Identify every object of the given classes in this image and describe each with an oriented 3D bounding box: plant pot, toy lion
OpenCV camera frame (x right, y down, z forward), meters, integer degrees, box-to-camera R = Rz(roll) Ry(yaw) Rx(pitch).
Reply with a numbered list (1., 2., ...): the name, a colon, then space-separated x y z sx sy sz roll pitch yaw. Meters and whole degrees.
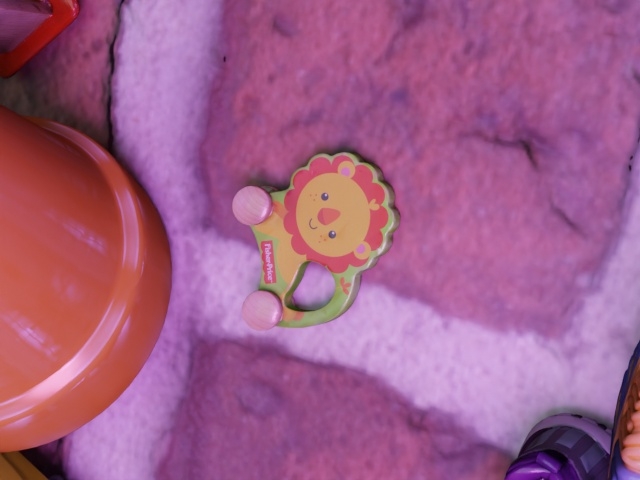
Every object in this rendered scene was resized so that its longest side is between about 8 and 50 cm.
1. plant pot: -0.210 -0.001 0.673 0.205 0.188 0.205 -4 67 11
2. toy lion: 0.000 0.000 0.694 0.096 0.034 0.100 -5 89 20

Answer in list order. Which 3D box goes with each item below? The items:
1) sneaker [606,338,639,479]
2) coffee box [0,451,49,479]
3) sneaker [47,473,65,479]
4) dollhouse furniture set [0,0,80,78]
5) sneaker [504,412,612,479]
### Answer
1. sneaker: 0.185 0.172 0.525 0.131 0.112 0.296 5 108 18
2. coffee box: -0.301 0.319 0.670 0.338 0.337 0.334 36 114 23
3. sneaker: -0.170 0.196 0.791 0.035 0.031 0.083 6 102 20
4. dollhouse furniture set: -0.253 -0.234 0.786 0.262 0.135 0.259 -33 88 25
5. sneaker: 0.093 0.200 0.610 0.083 0.098 0.224 15 98 27
